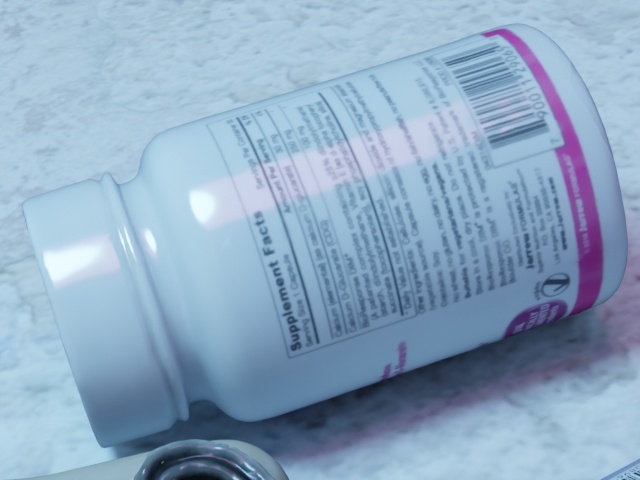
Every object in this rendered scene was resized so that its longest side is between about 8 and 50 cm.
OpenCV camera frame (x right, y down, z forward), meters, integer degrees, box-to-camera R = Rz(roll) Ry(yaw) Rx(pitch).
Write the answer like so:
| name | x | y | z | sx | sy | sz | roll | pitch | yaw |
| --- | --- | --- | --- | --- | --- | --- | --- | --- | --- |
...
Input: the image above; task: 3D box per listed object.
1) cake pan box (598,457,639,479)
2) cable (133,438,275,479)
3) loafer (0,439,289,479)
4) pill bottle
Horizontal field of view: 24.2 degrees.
| name | x | y | z | sx | sy | sz | roll | pitch | yaw |
| --- | --- | --- | --- | --- | --- | --- | --- | --- | --- |
| cake pan box | 0.245 | 0.111 | 0.571 | 0.267 | 0.070 | 0.246 | -23 | 11 | -17 |
| cable | 0.012 | 0.185 | 0.555 | 0.140 | 0.072 | 0.287 | -14 | 58 | -9 |
| loafer | -0.135 | 0.161 | 0.653 | 0.269 | 0.102 | 0.092 | -17 | 31 | -8 |
| pill bottle | 0.000 | 0.000 | 0.780 | 0.283 | 0.160 | 0.160 | -18 | 37 | -8 |
